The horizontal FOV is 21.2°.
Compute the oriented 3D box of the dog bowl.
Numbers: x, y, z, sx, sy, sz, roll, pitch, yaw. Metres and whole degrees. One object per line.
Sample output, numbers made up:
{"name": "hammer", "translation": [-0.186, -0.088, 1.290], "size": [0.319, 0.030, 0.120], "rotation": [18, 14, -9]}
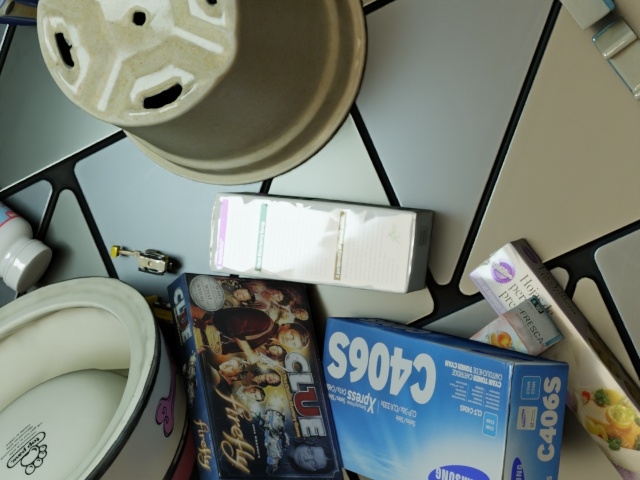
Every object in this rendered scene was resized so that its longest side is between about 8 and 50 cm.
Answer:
{"name": "dog bowl", "translation": [-0.312, 0.240, 1.903], "size": [0.408, 0.408, 0.150], "rotation": [-27, 125, 15]}

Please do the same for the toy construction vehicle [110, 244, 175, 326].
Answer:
{"name": "toy construction vehicle", "translation": [-0.208, 0.052, 2.034], "size": [0.098, 0.035, 0.086], "rotation": [10, 105, 18]}

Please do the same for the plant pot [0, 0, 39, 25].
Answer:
{"name": "plant pot", "translation": [-0.395, -0.375, 1.981], "size": [0.212, 0.236, 0.236], "rotation": [28, 98, 7]}

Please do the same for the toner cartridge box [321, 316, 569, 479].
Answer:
{"name": "toner cartridge box", "translation": [0.118, 0.183, 1.806], "size": [0.348, 0.075, 0.165], "rotation": [9, 95, 58]}

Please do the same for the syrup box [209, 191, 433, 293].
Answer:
{"name": "syrup box", "translation": [0.000, 0.000, 1.937], "size": [0.237, 0.093, 0.096], "rotation": [7, 93, 16]}

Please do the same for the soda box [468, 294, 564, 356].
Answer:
{"name": "soda box", "translation": [0.180, 0.131, 1.858], "size": [0.058, 0.063, 0.183], "rotation": [57, 139, 8]}

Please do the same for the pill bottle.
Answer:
{"name": "pill bottle", "translation": [-0.405, -0.008, 2.058], "size": [0.160, 0.087, 0.087], "rotation": [35, 100, 13]}

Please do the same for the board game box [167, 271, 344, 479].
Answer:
{"name": "board game box", "translation": [-0.072, 0.158, 1.889], "size": [0.042, 0.165, 0.243], "rotation": [-38, 56, 45]}

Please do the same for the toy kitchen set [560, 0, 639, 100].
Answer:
{"name": "toy kitchen set", "translation": [0.375, -0.243, 1.832], "size": [0.166, 0.122, 0.207], "rotation": [-36, 101, 13]}

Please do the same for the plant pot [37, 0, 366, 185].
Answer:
{"name": "plant pot", "translation": [-0.149, -0.229, 1.866], "size": [0.334, 0.305, 0.334], "rotation": [0, 91, 17]}

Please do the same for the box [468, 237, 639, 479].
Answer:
{"name": "box", "translation": [0.288, 0.144, 1.870], "size": [0.063, 0.067, 0.324], "rotation": [-40, 80, 18]}
